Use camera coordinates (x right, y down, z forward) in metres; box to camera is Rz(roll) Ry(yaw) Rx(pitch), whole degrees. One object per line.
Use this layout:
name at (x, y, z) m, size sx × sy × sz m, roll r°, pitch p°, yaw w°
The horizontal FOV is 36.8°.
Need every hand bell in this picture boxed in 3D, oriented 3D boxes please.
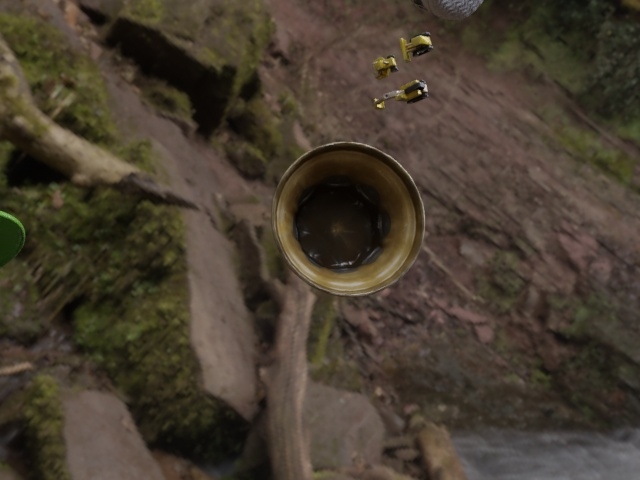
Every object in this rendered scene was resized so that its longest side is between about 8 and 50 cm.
hand bell at (0.000, 0.000, 0.881) m, size 0.126 × 0.126 × 0.242 m, roll 41°, pitch -14°, yaw -3°

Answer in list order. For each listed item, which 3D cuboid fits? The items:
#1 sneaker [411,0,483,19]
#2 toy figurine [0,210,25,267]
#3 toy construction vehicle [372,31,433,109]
sneaker at (0.026, -0.385, 1.048) m, size 0.366 × 0.137 × 0.210 m, roll 39°, pitch -7°, yaw -41°
toy figurine at (-0.401, -0.046, 0.963) m, size 0.130 × 0.173 × 0.159 m, roll 74°, pitch -8°, yaw -65°
toy construction vehicle at (0.107, -0.226, 1.291) m, size 0.035 × 0.098 × 0.085 m, roll -1°, pitch 80°, yaw -50°
